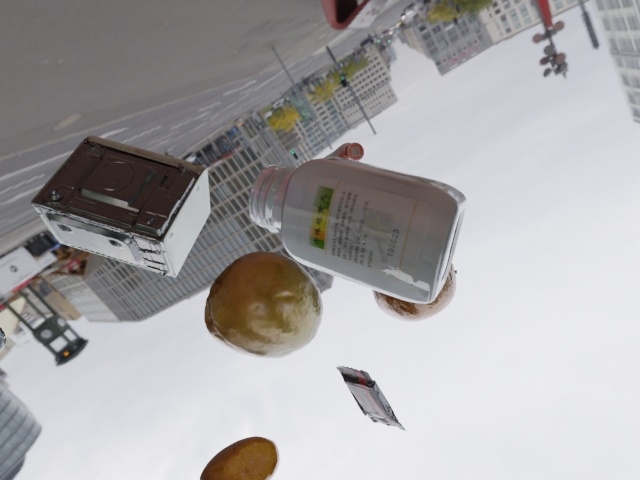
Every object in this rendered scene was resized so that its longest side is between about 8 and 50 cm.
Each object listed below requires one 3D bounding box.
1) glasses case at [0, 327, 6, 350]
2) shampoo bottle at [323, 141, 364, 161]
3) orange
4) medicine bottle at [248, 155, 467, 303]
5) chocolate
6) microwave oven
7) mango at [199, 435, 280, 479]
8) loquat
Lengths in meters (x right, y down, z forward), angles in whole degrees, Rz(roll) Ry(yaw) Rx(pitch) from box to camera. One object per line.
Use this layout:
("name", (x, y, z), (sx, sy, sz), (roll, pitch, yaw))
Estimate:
("glasses case", (-0.787, 0.144, 0.878), (0.067, 0.282, 0.109), (-39, -146, -9))
("shampoo bottle", (0.040, -0.184, 0.998), (0.108, 0.051, 0.221), (-52, -167, -14))
("orange", (0.279, 0.119, 1.276), (0.264, 0.264, 0.264), (-30, -162, 11))
("medicine bottle", (0.047, -0.032, 0.665), (0.324, 0.179, 0.124), (17, -157, 21))
("chocolate", (0.096, 0.299, 0.802), (0.086, 0.182, 0.028), (-6, -148, 44))
("microwave oven", (-0.581, -0.117, 1.296), (0.247, 0.394, 0.333), (102, 4, -54))
("mango", (-0.215, 0.611, 1.134), (0.217, 0.102, 0.141), (-14, -137, -12))
("loquat", (-0.143, 0.170, 1.061), (0.276, 0.284, 0.276), (-46, -162, 20))
